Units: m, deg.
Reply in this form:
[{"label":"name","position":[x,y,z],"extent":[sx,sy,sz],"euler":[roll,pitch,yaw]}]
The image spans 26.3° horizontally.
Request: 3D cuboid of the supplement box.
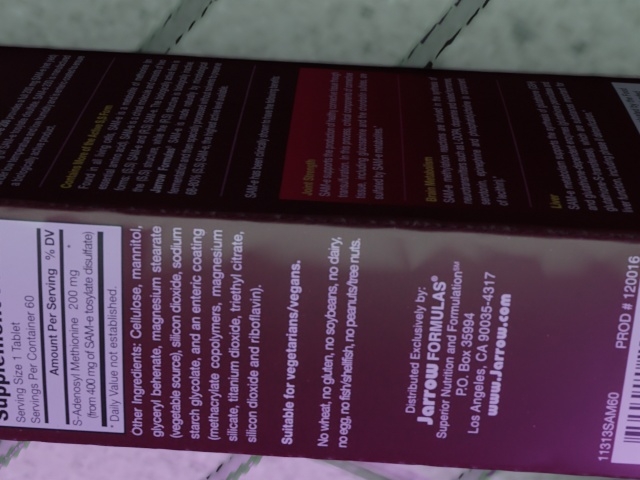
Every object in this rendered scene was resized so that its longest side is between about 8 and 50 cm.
[{"label":"supplement box","position":[0.000,0.000,0.390],"extent":[0.239,0.130,0.073],"euler":[4,115,1]}]
